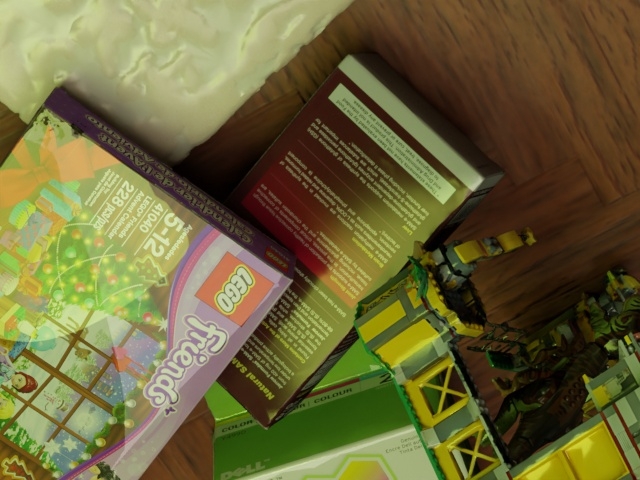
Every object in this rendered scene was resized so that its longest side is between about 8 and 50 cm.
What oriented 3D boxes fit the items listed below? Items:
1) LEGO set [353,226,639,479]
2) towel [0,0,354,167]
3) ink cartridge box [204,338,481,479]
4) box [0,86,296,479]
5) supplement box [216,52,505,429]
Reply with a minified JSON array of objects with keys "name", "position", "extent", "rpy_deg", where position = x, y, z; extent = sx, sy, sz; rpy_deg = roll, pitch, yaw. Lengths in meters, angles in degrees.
[{"name":"LEGO set","position":[0.201,0.093,1.157],"extent":[0.192,0.255,0.331],"rpy_deg":[-37,143,25]},{"name":"towel","position":[-0.124,-0.228,1.127],"extent":[0.332,0.053,0.317],"rpy_deg":[-41,112,16]},{"name":"ink cartridge box","position":[0.003,0.136,1.300],"extent":[0.188,0.097,0.255],"rpy_deg":[-18,118,7]},{"name":"box","position":[-0.181,0.071,1.175],"extent":[0.201,0.057,0.293],"rpy_deg":[35,106,-9]},{"name":"supplement box","position":[0.000,0.000,1.208],"extent":[0.130,0.073,0.239],"rpy_deg":[44,106,9]}]
